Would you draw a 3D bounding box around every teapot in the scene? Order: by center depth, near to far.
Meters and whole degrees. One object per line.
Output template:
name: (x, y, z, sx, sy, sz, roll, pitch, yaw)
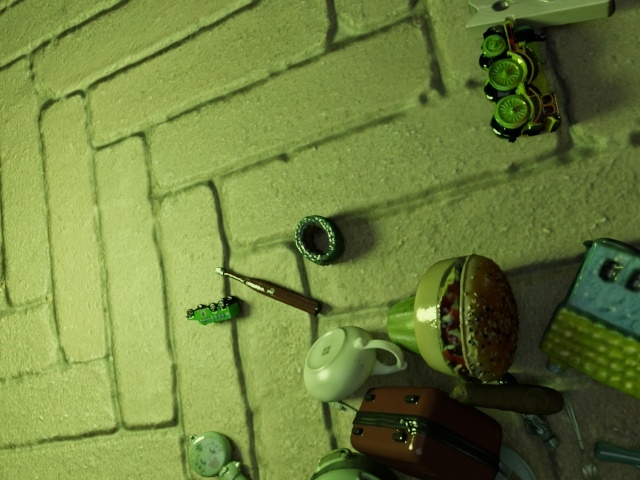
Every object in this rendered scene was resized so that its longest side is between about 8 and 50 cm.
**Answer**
teapot: (0.069, 0.314, 1.269, 0.299, 0.208, 0.166, -19, 107, 33)

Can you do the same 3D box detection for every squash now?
squash: (0.247, 0.205, 1.228, 0.122, 0.170, 0.170, -11, 80, 42)

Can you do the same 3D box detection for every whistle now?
whistle: (-0.282, 0.649, 1.455, 0.258, 0.067, 0.126, 36, 87, 18)

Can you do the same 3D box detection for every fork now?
fork: (0.581, 0.448, 1.124, 0.034, 0.028, 0.220, -17, 79, 24)

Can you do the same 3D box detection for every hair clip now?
hair clip: (0.526, -0.565, 1.221, 0.330, 0.085, 0.101, 0, 82, 29)

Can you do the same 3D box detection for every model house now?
model house: (0.613, 0.168, 1.048, 0.237, 0.215, 0.303, 27, 100, 23)

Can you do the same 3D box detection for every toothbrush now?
toothbrush: (0.135, 0.476, 1.317, 0.257, 0.018, 0.024, 19, 95, 24)
toothbrush: (-0.160, 0.140, 1.466, 0.364, 0.041, 0.041, 19, 92, 24)

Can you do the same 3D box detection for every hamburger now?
hamburger: (0.337, 0.174, 1.117, 0.176, 0.300, 0.300, -6, 82, 39)

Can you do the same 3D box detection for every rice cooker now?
rice cooker: (0.075, 0.654, 1.186, 0.288, 0.277, 0.288, -1, 79, 6)

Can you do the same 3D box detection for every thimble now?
thimble: (0.000, -0.003, 1.383, 0.118, 0.090, 0.135, -43, 71, 14)

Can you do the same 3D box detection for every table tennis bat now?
table tennis bat: (0.707, 0.466, 1.054, 0.237, 0.038, 0.149, 2, 68, 27)

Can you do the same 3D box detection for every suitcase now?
suitcase: (0.225, 0.430, 1.109, 0.236, 0.297, 0.161, 31, 63, -15)

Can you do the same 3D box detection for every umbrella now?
umbrella: (0.477, 0.393, 1.168, 0.188, 0.046, 0.050, 55, 130, 16)

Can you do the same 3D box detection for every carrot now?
carrot: (0.403, 0.333, 1.065, 0.070, 0.342, 0.070, -29, 54, 51)

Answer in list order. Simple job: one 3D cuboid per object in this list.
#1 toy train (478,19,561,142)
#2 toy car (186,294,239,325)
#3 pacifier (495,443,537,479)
toy train: (0.477, -0.386, 1.217, 0.160, 0.100, 0.296, -10, 80, 15)
toy car: (-0.323, 0.214, 1.514, 0.165, 0.071, 0.063, -16, 92, 21)
pacifier: (0.341, 0.582, 1.118, 0.227, 0.207, 0.279, 33, 98, 34)
